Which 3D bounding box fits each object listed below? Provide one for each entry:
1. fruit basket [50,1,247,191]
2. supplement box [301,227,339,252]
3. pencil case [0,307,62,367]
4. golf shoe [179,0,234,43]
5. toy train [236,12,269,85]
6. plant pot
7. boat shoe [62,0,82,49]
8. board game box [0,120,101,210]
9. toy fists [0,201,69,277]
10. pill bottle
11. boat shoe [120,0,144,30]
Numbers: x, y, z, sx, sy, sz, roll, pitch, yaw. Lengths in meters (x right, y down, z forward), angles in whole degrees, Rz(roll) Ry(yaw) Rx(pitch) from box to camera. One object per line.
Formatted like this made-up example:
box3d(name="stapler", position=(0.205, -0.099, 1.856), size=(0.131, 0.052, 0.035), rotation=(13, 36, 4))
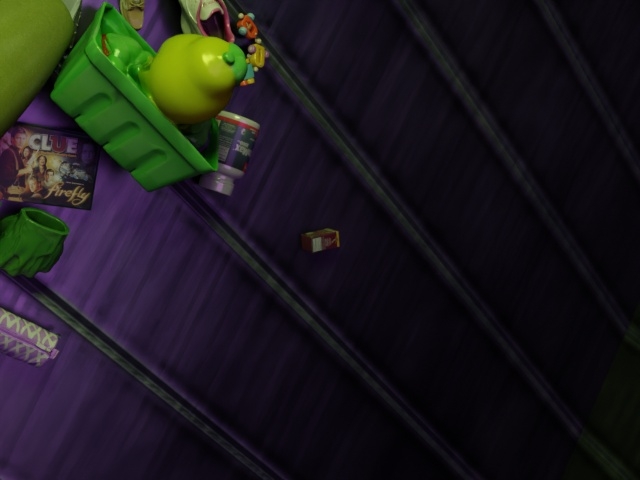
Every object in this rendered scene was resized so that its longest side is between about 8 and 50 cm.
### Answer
box3d(name="fruit basket", position=(-0.308, -0.317, 1.710), size=(0.391, 0.283, 0.392), rotation=(-3, 125, -5))
box3d(name="supplement box", position=(0.000, 0.000, 2.164), size=(0.083, 0.055, 0.043), rotation=(-13, 107, -29))
box3d(name="pencil case", position=(-0.653, 0.198, 1.771), size=(0.206, 0.088, 0.086), rotation=(33, 80, -33))
box3d(name="golf shoe", position=(-0.264, -0.543, 1.825), size=(0.115, 0.140, 0.306), rotation=(-32, 114, -21))
box3d(name="toy train", position=(-0.181, -0.436, 1.945), size=(0.125, 0.046, 0.166), rotation=(46, 54, -42))
box3d(name="plant pot", position=(-0.616, -0.360, 1.588), size=(0.293, 0.274, 0.275), rotation=(-50, 123, -31))
box3d(name="boat shoe", position=(-0.518, -0.463, 1.740), size=(0.040, 0.049, 0.142), rotation=(19, 88, -67))
box3d(name="board game box", position=(-0.590, -0.159, 1.758), size=(0.243, 0.042, 0.165), rotation=(6, 97, -33))
box3d(name="toy fists", position=(-0.657, -0.018, 1.701), size=(0.279, 0.096, 0.142), rotation=(25, 109, -35))
box3d(name="pill bottle", position=(-0.216, -0.199, 1.950), size=(0.108, 0.108, 0.180), rotation=(18, 91, -34))
box3d(name="boat shoe", position=(-0.400, -0.516, 1.798), size=(0.050, 0.045, 0.135), rotation=(-15, 109, -29))
